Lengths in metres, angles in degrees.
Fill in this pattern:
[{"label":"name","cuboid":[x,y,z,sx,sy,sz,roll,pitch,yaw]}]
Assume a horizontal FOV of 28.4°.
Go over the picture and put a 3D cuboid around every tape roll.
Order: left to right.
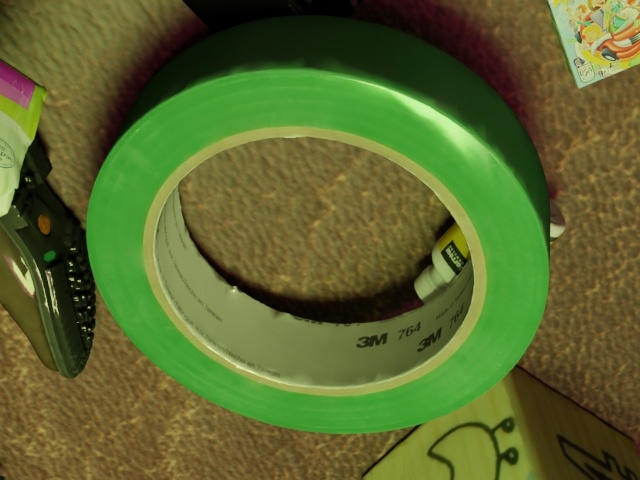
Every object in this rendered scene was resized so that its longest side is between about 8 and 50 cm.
[{"label":"tape roll","cuboid":[0.000,0.000,0.893,0.321,0.077,0.321,5,128,6]}]

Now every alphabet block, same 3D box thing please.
[{"label":"alphabet block","cuboid":[0.173,0.258,1.073,0.193,0.197,0.192,34,114,-27]}]

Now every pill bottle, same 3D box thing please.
[{"label":"pill bottle","cuboid":[0.127,0.008,0.970,0.065,0.065,0.116,29,116,-25]}]

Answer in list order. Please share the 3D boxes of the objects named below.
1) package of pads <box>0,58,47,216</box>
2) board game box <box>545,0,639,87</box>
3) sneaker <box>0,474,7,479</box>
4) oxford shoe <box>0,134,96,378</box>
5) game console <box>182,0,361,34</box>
[{"label":"package of pads","cuboid":[-0.337,-0.063,0.765,0.296,0.101,0.229,-20,140,37]},{"label":"board game box","cuboid":[0.233,-0.181,0.874,0.154,0.026,0.103,-23,124,9]},{"label":"sneaker","cuboid":[-0.301,0.273,1.101,0.086,0.064,0.192,0,122,-1]},{"label":"oxford shoe","cuboid":[-0.229,0.009,0.927,0.096,0.083,0.227,-6,124,15]},{"label":"game console","cuboid":[-0.037,-0.189,0.843,0.107,0.071,0.122,-51,122,-9]}]
